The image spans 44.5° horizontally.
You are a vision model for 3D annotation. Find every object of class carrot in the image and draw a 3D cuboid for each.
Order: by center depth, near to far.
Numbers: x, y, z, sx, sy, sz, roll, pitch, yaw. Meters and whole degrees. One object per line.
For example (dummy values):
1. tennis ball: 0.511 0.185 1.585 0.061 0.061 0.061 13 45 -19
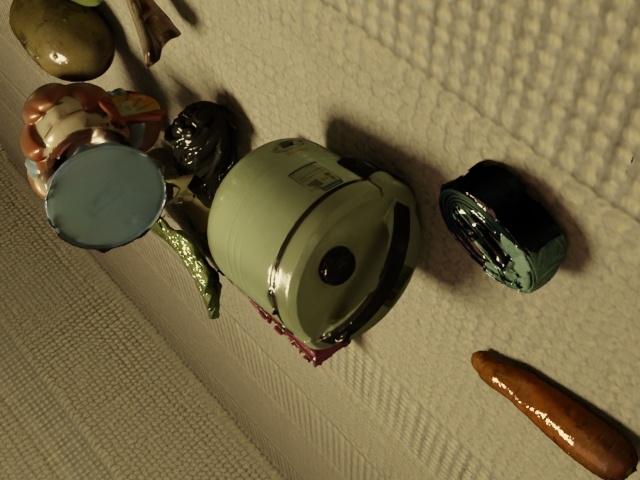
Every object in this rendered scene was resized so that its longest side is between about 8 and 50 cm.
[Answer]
1. carrot: 0.263 0.196 0.921 0.248 0.059 0.059 37 153 43

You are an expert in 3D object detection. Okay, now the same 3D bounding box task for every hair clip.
1. hair clip: -0.288 -0.390 1.144 0.300 0.069 0.173 61 158 8

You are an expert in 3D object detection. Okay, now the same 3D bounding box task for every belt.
1. belt: 0.177 -0.011 0.775 0.140 0.058 0.105 48 161 13

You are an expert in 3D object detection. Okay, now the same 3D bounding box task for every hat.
1. hat: -0.303 -0.084 1.586 0.166 0.144 0.173 34 129 45

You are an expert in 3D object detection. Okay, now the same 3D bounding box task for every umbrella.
1. umbrella: -0.173 -0.113 1.313 0.118 0.118 0.340 45 166 21

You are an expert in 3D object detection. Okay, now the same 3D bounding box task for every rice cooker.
1. rice cooker: 0.000 0.000 0.960 0.244 0.226 0.226 35 152 43

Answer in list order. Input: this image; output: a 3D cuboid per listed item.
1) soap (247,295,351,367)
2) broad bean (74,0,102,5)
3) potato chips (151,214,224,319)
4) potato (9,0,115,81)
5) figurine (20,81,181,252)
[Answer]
1. soap: -0.059 0.083 1.354 0.250 0.099 0.162 41 155 29
2. broad bean: -0.435 -0.484 1.277 0.169 0.100 0.228 29 151 61
3. potato chips: -0.337 0.005 1.688 0.389 0.097 0.373 42 173 13
4. potato: -0.477 -0.387 1.436 0.262 0.165 0.165 41 156 42
5. figurine: -0.388 -0.146 1.354 0.388 0.276 0.248 47 171 46
